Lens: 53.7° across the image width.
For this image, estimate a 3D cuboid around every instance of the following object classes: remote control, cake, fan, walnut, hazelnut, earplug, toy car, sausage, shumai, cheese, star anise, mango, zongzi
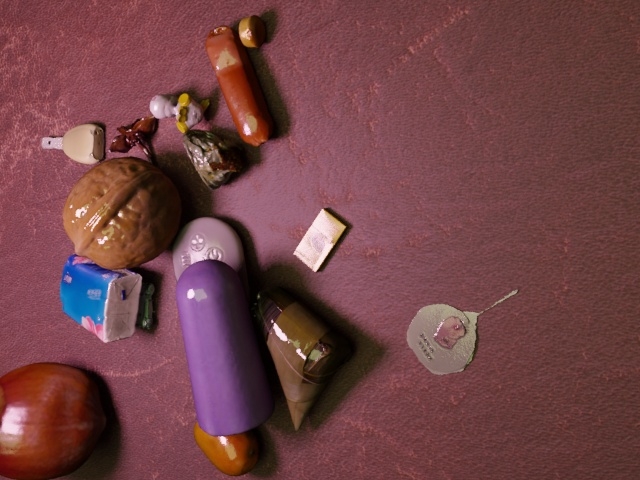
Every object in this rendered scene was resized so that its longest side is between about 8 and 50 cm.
[{"bbox_3d":[-0.311,0.098,1.795,0.221,0.103,0.332,-9,92,20],"label":"remote control"},{"bbox_3d":[-0.181,-0.558,1.691,0.044,0.084,0.084,3,95,26],"label":"cake"},{"bbox_3d":[0.352,0.205,1.548,0.310,0.010,0.182,-40,78,23],"label":"fan"},{"bbox_3d":[-0.551,-0.072,1.769,0.332,0.333,0.333,2,95,25],"label":"walnut"},{"bbox_3d":[-0.869,0.564,1.978,0.365,0.366,0.366,2,95,25],"label":"hazelnut"},{"bbox_3d":[-0.265,0.268,1.668,0.215,0.215,0.456,-2,109,25],"label":"earplug"},{"bbox_3d":[-0.542,0.196,1.937,0.073,0.054,0.143,7,96,26],"label":"toy car"},{"bbox_3d":[-0.217,-0.416,1.716,0.097,0.094,0.348,-22,83,11],"label":"sausage"},{"bbox_3d":[-0.287,-0.247,1.744,0.142,0.184,0.184,-22,84,1],"label":"shumai"},{"bbox_3d":[-0.795,-0.307,2.013,0.251,0.054,0.127,4,93,25],"label":"cheese"},{"bbox_3d":[-0.539,-0.287,1.902,0.158,0.144,0.140,-18,42,18],"label":"star anise"},{"bbox_3d":[-0.271,0.573,1.807,0.221,0.120,0.152,36,109,26],"label":"mango"},{"bbox_3d":[-0.100,0.315,1.699,0.289,0.154,0.318,39,115,25],"label":"zongzi"}]

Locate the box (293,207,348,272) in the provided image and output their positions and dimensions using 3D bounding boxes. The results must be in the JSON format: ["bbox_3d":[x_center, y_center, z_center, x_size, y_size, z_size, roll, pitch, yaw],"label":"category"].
[{"bbox_3d":[0.000,0.000,1.688,0.087,0.023,0.155,38,109,15],"label":"box"}]

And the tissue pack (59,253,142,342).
[{"bbox_3d":[-0.670,0.163,1.916,0.269,0.137,0.209,20,103,41],"label":"tissue pack"}]

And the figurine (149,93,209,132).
[{"bbox_3d":[-0.411,-0.376,1.791,0.178,0.129,0.109,15,120,20],"label":"figurine"}]
